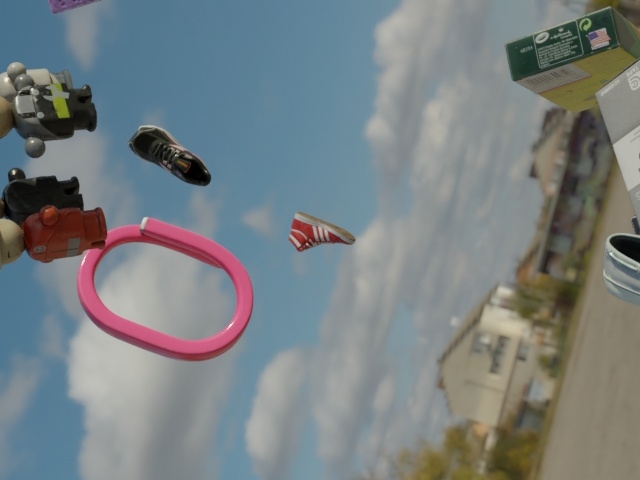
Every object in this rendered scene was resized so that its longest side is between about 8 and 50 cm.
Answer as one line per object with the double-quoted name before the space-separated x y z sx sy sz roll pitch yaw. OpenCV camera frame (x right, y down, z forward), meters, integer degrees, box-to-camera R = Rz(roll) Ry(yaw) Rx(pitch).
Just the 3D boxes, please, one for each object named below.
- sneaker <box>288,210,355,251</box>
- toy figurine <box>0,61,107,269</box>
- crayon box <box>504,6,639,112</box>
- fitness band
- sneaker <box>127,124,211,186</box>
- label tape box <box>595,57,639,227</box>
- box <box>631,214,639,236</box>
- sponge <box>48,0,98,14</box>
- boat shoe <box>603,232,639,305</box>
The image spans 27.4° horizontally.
"sneaker" 0.000 0.000 2.314 0.067 0.118 0.042 -69 -15 9
"toy figurine" -0.329 -0.084 1.436 0.213 0.148 0.209 -139 44 -62
"crayon box" 0.490 -0.321 2.391 0.318 0.202 0.081 13 -116 -60
"fitness band" -0.252 0.081 2.143 0.054 0.291 0.209 112 178 -64
"sneaker" -0.272 -0.156 2.451 0.072 0.178 0.077 -63 31 3
"label tape box" 0.516 -0.059 1.723 0.106 0.241 0.333 -39 54 43
"box" 0.642 0.137 1.986 0.312 0.179 0.343 44 -150 -43
"sponge" -0.422 -0.512 2.475 0.031 0.210 0.117 -176 68 -82
"boat shoe" 0.423 0.042 1.518 0.079 0.227 0.081 -37 -54 -32
